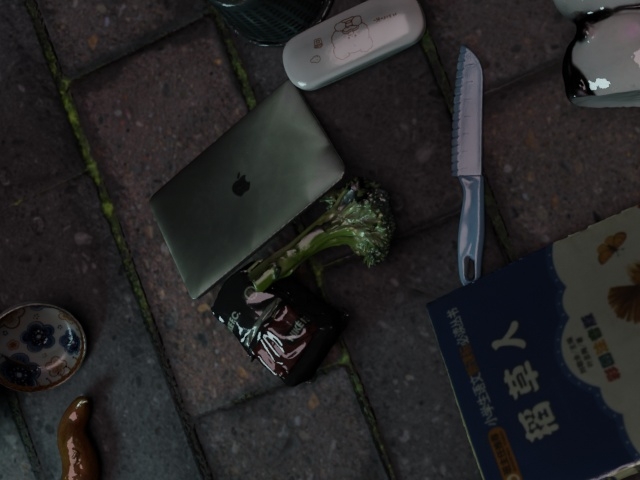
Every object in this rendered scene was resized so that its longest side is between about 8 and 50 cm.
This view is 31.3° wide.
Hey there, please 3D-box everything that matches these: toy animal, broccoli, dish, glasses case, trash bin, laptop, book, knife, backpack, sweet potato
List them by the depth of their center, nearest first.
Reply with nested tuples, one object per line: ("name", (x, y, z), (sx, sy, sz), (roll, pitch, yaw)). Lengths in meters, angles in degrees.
("toy animal", (0.361, -0.270, 1.301), (0.187, 0.165, 0.235), (-3, 94, 34))
("book", (0.353, 0.111, 1.304), (0.427, 0.039, 0.300), (-27, 53, 13))
("broccoli", (0.000, 0.000, 1.436), (0.204, 0.118, 0.122), (-29, 89, -3))
("trash bin", (-0.083, -0.340, 1.441), (0.175, 0.161, 0.176), (1, 93, 19))
("knife", (0.187, -0.090, 1.441), (0.044, 0.019, 0.313), (1, 90, 20))
("glasses case", (0.042, -0.256, 1.461), (0.193, 0.049, 0.074), (-22, 86, 18))
("backpack", (-0.060, 0.105, 1.475), (0.165, 0.106, 0.120), (32, 105, 11))
("laptop", (-0.101, -0.069, 1.494), (0.269, 0.015, 0.188), (-39, 56, 14))
("sweet potato", (-0.340, 0.318, 1.598), (0.055, 0.058, 0.202), (0, 87, 60))
("dish", (-0.404, 0.134, 1.603), (0.141, 0.078, 0.141), (-8, 116, -16))
